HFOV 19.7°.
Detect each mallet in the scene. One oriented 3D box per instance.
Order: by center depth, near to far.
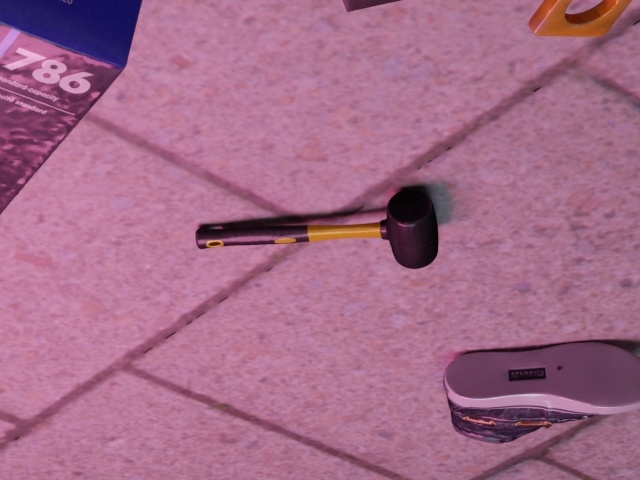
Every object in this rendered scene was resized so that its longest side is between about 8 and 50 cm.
[{"bbox_3d":[0.000,0.000,1.436,0.190,0.039,0.062,-7,141,14],"label":"mallet"}]

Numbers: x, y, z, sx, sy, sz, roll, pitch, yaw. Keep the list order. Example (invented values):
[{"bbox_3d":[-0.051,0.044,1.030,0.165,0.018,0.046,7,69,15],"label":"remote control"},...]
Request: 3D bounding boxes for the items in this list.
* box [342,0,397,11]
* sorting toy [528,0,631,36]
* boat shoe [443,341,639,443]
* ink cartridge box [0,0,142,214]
[{"bbox_3d":[0.031,-0.192,1.119,0.052,0.083,0.062,-10,144,12],"label":"box"},{"bbox_3d":[0.233,-0.222,1.075,0.196,0.047,0.347,-11,150,-24],"label":"sorting toy"},{"bbox_3d":[0.200,0.136,1.615,0.183,0.065,0.083,1,147,8],"label":"boat shoe"},{"bbox_3d":[-0.245,-0.112,1.240,0.165,0.065,0.333,19,139,-26],"label":"ink cartridge box"}]
